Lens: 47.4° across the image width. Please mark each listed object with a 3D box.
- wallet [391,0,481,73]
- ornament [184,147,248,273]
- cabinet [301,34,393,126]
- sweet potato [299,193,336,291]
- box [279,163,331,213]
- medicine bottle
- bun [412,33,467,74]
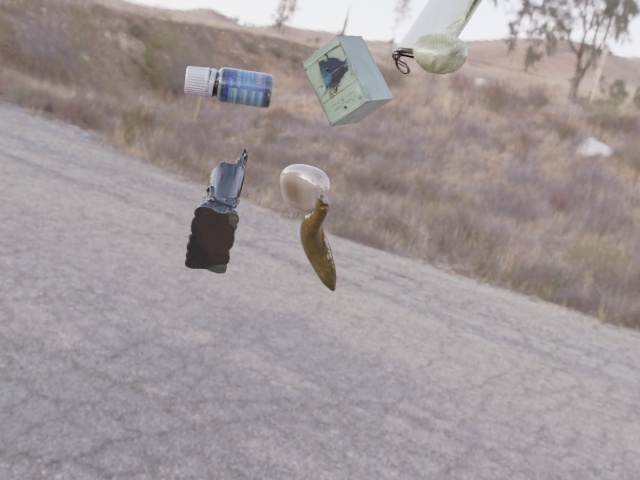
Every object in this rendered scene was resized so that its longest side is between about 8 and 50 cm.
[{"bbox_3d":[0.300,-0.541,1.789,0.068,0.275,0.335,30,4,-18],"label":"wallet"},{"bbox_3d":[-0.236,-0.085,1.747,0.106,0.251,0.260,16,43,-7],"label":"ornament"},{"bbox_3d":[0.074,-0.454,2.071,0.145,0.206,0.150,-29,-5,38],"label":"cabinet"},{"bbox_3d":[-0.006,-0.005,2.100,0.108,0.346,0.079,21,47,30],"label":"sweet potato"},{"bbox_3d":[-0.046,-0.157,2.215,0.088,0.146,0.200,-23,26,-34],"label":"box"},{"bbox_3d":[-0.217,-0.365,1.724,0.203,0.084,0.083,5,9,-8],"label":"medicine bottle"},{"bbox_3d":[0.187,-0.286,1.136,0.086,0.055,0.086,-2,34,1],"label":"bun"}]
